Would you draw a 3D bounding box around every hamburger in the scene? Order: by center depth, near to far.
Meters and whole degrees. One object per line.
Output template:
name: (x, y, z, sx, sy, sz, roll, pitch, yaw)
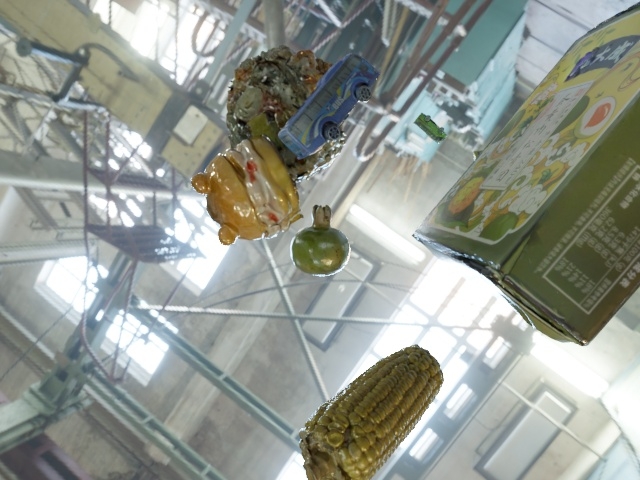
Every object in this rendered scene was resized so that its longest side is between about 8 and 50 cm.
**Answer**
hamburger: (-0.196, -0.116, 1.437, 0.276, 0.237, 0.276, 55, 164, 24)

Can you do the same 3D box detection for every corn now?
corn: (0.082, 0.243, 0.792, 0.119, 0.119, 0.322, 38, -141, 20)

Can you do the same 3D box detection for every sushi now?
sushi: (-0.112, -0.358, 1.603, 0.417, 0.417, 0.176, 37, -144, 15)

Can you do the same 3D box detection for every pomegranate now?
pomegranate: (-0.010, 0.010, 1.642, 0.179, 0.179, 0.210, -105, -8, -71)

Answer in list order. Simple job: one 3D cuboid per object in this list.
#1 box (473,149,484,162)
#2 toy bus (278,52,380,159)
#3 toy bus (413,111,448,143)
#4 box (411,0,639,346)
box: (0.404, -0.119, 1.133, 0.141, 0.064, 0.220, -6, -143, 6)
toy bus: (0.019, -0.268, 1.090, 0.094, 0.236, 0.079, 43, 165, -23)
toy bus: (0.261, -0.265, 1.293, 0.083, 0.037, 0.031, 41, -157, -1)
box: (0.325, -0.104, 0.690, 0.138, 0.420, 0.373, 40, -177, -5)
